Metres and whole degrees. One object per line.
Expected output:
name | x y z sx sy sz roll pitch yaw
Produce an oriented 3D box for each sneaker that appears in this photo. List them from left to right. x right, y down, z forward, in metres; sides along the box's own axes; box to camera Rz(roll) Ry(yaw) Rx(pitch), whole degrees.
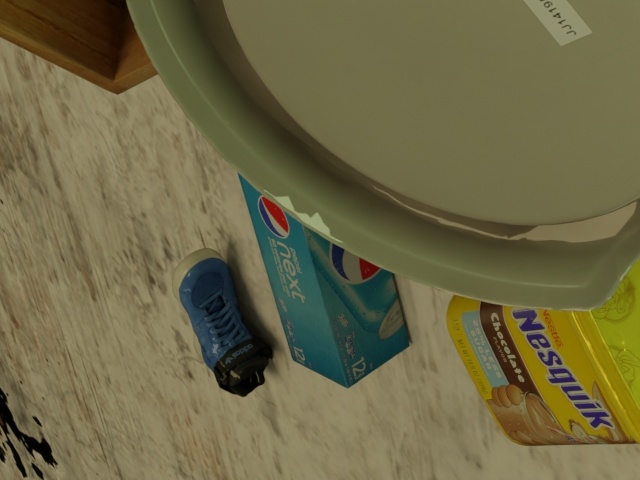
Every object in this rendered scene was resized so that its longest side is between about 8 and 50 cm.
sneaker | -0.081 0.077 1.447 0.084 0.058 0.152 46 156 34

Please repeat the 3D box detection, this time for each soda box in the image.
soda box | 0.000 0.000 1.222 0.071 0.067 0.210 24 138 48

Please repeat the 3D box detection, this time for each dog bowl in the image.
dog bowl | 0.076 -0.121 0.805 0.349 0.102 0.348 19 143 15

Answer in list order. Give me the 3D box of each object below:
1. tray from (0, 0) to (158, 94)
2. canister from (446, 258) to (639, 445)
tray | -0.202 -0.221 0.900 0.203 0.411 0.076 -21 56 40
canister | 0.160 0.068 1.020 0.126 0.073 0.170 61 155 -6
